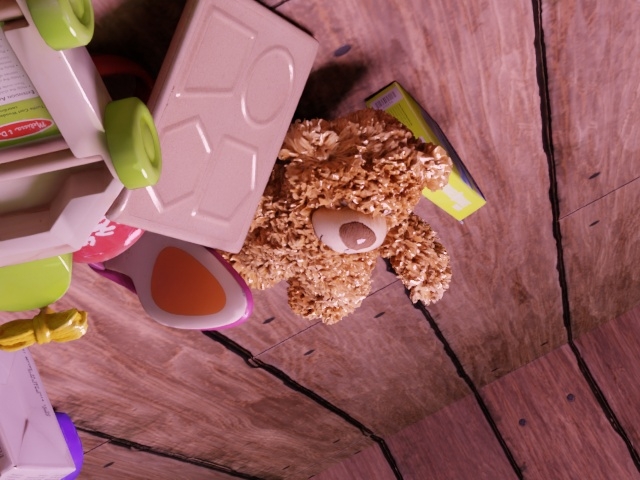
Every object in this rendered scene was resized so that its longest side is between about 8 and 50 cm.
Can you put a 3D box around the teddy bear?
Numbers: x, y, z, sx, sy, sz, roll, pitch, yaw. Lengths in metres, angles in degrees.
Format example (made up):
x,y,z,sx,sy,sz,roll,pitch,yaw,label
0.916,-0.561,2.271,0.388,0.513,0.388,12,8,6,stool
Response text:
x,y,z,sx,sy,sz,roll,pitch,yaw,label
0.000,0.000,1.181,0.338,0.245,0.113,-22,-147,54,teddy bear

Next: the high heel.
x,y,z,sx,sy,sz,roll,pitch,yaw,label
-0.130,0.030,1.079,0.244,0.082,0.117,13,179,36,high heel

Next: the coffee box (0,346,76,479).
x,y,z,sx,sy,sz,roll,pitch,yaw,label
-0.427,0.233,1.257,0.297,0.168,0.119,-32,160,13,coffee box

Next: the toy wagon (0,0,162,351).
x,y,z,sx,sy,sz,roll,pitch,yaw,label
-0.236,-0.051,0.739,0.267,0.068,0.344,-11,141,8,toy wagon

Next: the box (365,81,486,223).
x,y,z,sx,sy,sz,roll,pitch,yaw,label
0.112,-0.084,1.236,0.042,0.109,0.178,-34,160,12,box

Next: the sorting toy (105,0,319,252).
x,y,z,sx,sy,sz,roll,pitch,yaw,label
-0.083,-0.094,0.946,0.208,0.038,0.193,17,95,-66,sorting toy

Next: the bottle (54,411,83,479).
x,y,z,sx,sy,sz,roll,pitch,yaw,label
-0.443,0.297,1.512,0.282,0.092,0.118,-14,156,-32,bottle

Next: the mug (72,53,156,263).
x,y,z,sx,sy,sz,roll,pitch,yaw,label
-0.202,-0.077,0.900,0.113,0.150,0.169,6,165,20,mug
